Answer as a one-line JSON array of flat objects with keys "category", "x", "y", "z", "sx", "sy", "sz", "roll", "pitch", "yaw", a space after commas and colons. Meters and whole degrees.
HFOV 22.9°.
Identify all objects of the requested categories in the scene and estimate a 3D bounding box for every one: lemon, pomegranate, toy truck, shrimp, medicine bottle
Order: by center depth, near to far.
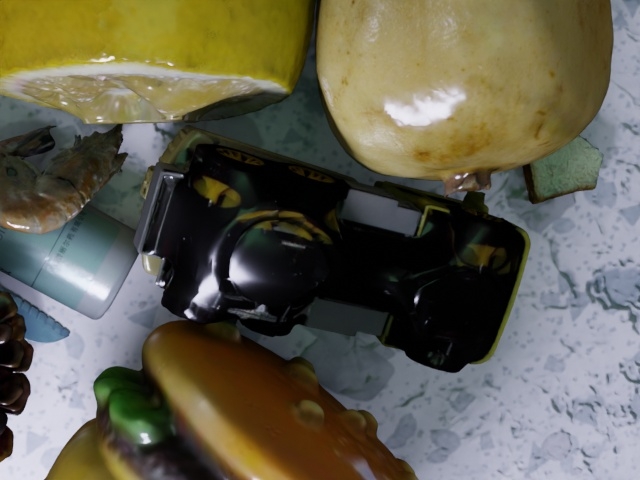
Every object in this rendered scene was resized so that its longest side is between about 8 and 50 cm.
[{"category": "lemon", "x": -0.173, "y": -0.290, "z": 1.584, "sx": 0.364, "sy": 0.364, "sz": 0.364, "roll": -1, "pitch": 96, "yaw": -6}, {"category": "pomegranate", "x": 0.146, "y": -0.203, "z": 1.603, "sx": 0.332, "sy": 0.332, "sz": 0.333, "roll": -1, "pitch": 96, "yaw": -6}, {"category": "toy truck", "x": 0.000, "y": 0.000, "z": 1.672, "sx": 0.405, "sy": 0.254, "sz": 0.181, "roll": 13, "pitch": 104, "yaw": -20}, {"category": "shrimp", "x": -0.285, "y": -0.083, "z": 1.673, "sx": 0.126, "sy": 0.223, "sz": 0.047, "roll": 31, "pitch": 132, "yaw": 9}, {"category": "medicine bottle", "x": -0.366, "y": -0.042, "z": 1.694, "sx": 0.351, "sy": 0.110, "sz": 0.110, "roll": 29, "pitch": 92, "yaw": -8}]

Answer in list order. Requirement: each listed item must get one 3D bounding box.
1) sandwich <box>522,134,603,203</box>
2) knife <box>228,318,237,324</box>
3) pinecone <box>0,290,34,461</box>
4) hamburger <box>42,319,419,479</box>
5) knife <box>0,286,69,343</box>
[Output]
[{"category": "sandwich", "x": 0.270, "y": -0.100, "z": 1.794, "sx": 0.093, "sy": 0.036, "sz": 0.105, "roll": -18, "pitch": 96, "yaw": -3}, {"category": "knife", "x": -0.097, "y": 0.062, "z": 1.781, "sx": 0.031, "sy": 0.018, "sz": 0.121, "roll": 18, "pitch": 94, "yaw": -15}, {"category": "pinecone", "x": -0.408, "y": 0.142, "z": 1.626, "sx": 0.246, "sy": 0.292, "sz": 0.246, "roll": 15, "pitch": 56, "yaw": -23}, {"category": "hamburger", "x": -0.077, "y": 0.258, "z": 1.611, "sx": 0.395, "sy": 0.396, "sz": 0.277, "roll": 39, "pitch": 95, "yaw": -8}, {"category": "knife", "x": -0.422, "y": 0.041, "z": 1.747, "sx": 0.313, "sy": 0.019, "sz": 0.044, "roll": 29, "pitch": 90, "yaw": -10}]
